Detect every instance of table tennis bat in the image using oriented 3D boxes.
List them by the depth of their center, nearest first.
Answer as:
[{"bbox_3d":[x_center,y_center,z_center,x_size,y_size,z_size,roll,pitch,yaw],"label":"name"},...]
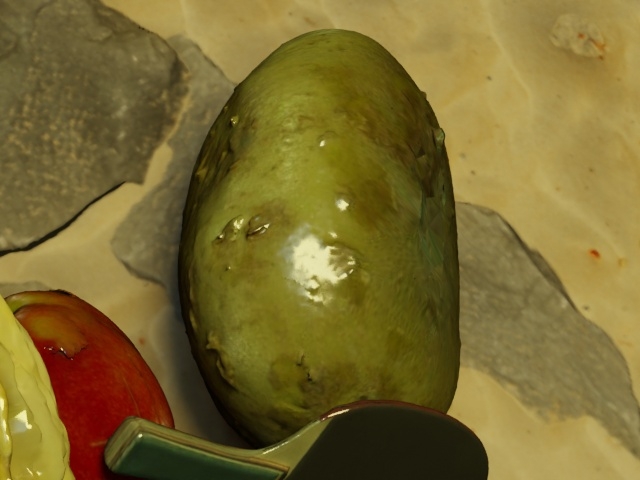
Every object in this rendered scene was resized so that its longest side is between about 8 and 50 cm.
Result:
[{"bbox_3d":[-0.010,0.146,0.923,0.274,0.154,0.021,21,23,-40],"label":"table tennis bat"}]

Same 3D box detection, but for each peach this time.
[{"bbox_3d":[-0.170,0.135,0.924,0.197,0.197,0.197,4,63,-9],"label":"peach"}]

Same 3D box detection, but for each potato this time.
[{"bbox_3d":[0.000,0.000,1.011,0.173,0.210,0.307,-18,52,27],"label":"potato"}]

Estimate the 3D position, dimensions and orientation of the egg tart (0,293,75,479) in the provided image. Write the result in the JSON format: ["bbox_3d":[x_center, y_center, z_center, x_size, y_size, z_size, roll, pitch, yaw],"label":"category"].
[{"bbox_3d":[-0.295,0.153,0.800,0.388,0.388,0.169,51,24,15],"label":"egg tart"}]
